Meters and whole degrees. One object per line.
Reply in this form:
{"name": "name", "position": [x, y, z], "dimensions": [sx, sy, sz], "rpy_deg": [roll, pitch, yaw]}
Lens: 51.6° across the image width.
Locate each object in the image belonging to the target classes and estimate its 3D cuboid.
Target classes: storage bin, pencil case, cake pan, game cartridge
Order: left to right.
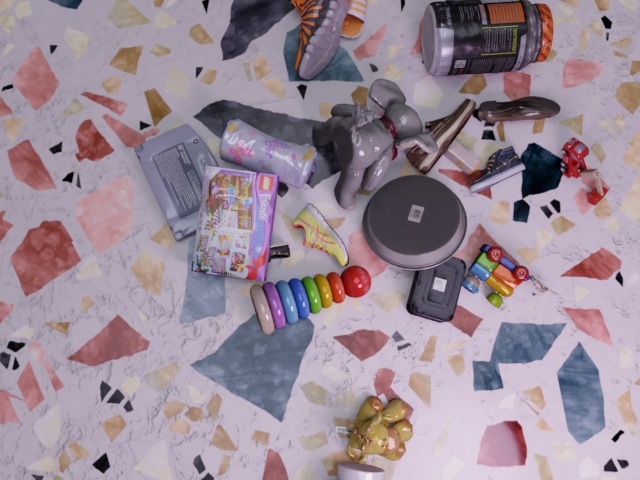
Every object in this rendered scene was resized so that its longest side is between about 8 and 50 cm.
{"name": "game cartridge", "position": [-0.378, -0.169, 1.873], "dimensions": [0.198, 0.062, 0.297], "rpy_deg": [-24, 83, -10]}
{"name": "pencil case", "position": [-0.147, -0.243, 1.858], "dimensions": [0.273, 0.113, 0.124], "rpy_deg": [20, 110, 3]}
{"name": "cake pan", "position": [0.260, -0.061, 1.832], "dimensions": [0.293, 0.054, 0.293], "rpy_deg": [-3, 64, 7]}
{"name": "storage bin", "position": [0.321, 0.130, 1.839], "dimensions": [0.122, 0.084, 0.180], "rpy_deg": [16, 82, 1]}

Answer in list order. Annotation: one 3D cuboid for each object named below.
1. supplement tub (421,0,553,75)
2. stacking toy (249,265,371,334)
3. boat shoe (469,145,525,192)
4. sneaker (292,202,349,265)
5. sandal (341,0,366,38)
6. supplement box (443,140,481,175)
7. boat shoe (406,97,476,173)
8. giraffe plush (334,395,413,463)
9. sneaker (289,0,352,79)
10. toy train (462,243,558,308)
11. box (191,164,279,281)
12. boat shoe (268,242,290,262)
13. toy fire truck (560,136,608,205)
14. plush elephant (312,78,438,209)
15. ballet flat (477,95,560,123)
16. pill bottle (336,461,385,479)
{"name": "supplement tub", "position": [0.471, -0.582, 1.890], "dimensions": [0.337, 0.207, 0.207], "rpy_deg": [-4, 82, -3]}
{"name": "stacking toy", "position": [-0.019, 0.142, 1.806], "dimensions": [0.330, 0.141, 0.141], "rpy_deg": [-18, 82, -9]}
{"name": "boat shoe", "position": [0.495, -0.204, 1.909], "dimensions": [0.183, 0.065, 0.083], "rpy_deg": [-25, 82, -12]}
{"name": "sneaker", "position": [0.000, 0.000, 1.852], "dimensions": [0.094, 0.081, 0.208], "rpy_deg": [-38, 74, -7]}
{"name": "sandal", "position": [0.090, -0.735, 1.963], "dimensions": [0.101, 0.076, 0.266], "rpy_deg": [6, 82, -1]}
{"name": "supplement box", "position": [0.408, -0.236, 1.908], "dimensions": [0.098, 0.062, 0.036], "rpy_deg": [41, 83, 3]}
{"name": "boat shoe", "position": [0.343, -0.318, 1.904], "dimensions": [0.095, 0.095, 0.257], "rpy_deg": [37, 82, 9]}
{"name": "giraffe plush", "position": [0.147, 0.505, 1.731], "dimensions": [0.210, 0.170, 0.182], "rpy_deg": [-8, 82, -3]}
{"name": "sneaker", "position": [-0.030, -0.642, 1.935], "dimensions": [0.180, 0.124, 0.321], "rpy_deg": [29, 99, 27]}
{"name": "toy train", "position": [0.521, 0.132, 1.843], "dimensions": [0.248, 0.105, 0.143], "rpy_deg": [37, 92, 3]}
{"name": "box", "position": [-0.230, -0.046, 1.801], "dimensions": [0.200, 0.057, 0.294], "rpy_deg": [8, 89, 2]}
{"name": "boat shoe", "position": [-0.150, 0.040, 1.851], "dimensions": [0.132, 0.049, 0.042], "rpy_deg": [-11, 74, -8]}
{"name": "toy fire truck", "position": [0.750, -0.195, 1.877], "dimensions": [0.047, 0.192, 0.135], "rpy_deg": [-41, 57, -8]}
{"name": "plush elephant", "position": [0.163, -0.286, 1.817], "dimensions": [0.255, 0.330, 0.272], "rpy_deg": [-14, 72, -24]}
{"name": "ballet flat", "position": [0.580, -0.376, 1.944], "dimensions": [0.249, 0.058, 0.084], "rpy_deg": [-6, 46, -8]}
{"name": "pill bottle", "position": [0.085, 0.745, 1.687], "dimensions": [0.181, 0.181, 0.323], "rpy_deg": [7, 81, -1]}
